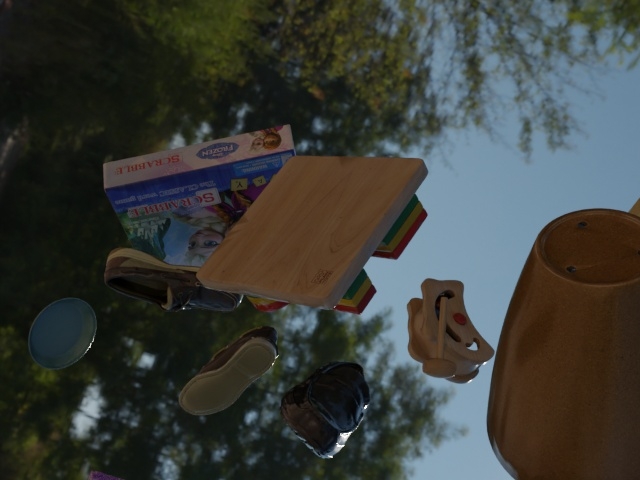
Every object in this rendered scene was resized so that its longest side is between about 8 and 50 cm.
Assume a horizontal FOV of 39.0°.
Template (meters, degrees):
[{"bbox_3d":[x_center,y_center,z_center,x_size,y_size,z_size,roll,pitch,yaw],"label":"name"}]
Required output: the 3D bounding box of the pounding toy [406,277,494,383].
[{"bbox_3d":[0.269,0.170,1.767,0.269,0.154,0.155,-86,-160,-48],"label":"pounding toy"}]

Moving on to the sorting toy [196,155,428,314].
[{"bbox_3d":[0.000,0.000,1.265,0.255,0.089,0.257,6,-130,43],"label":"sorting toy"}]

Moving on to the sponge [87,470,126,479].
[{"bbox_3d":[-0.321,0.488,1.588,0.031,0.210,0.117,-119,-129,-72],"label":"sponge"}]

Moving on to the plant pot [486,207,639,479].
[{"bbox_3d":[0.282,0.104,0.917,0.237,0.237,0.254,-89,170,-51],"label":"plant pot"}]

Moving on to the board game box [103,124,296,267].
[{"bbox_3d":[-0.178,-0.042,1.591,0.318,0.318,0.066,76,2,-52],"label":"board game box"}]

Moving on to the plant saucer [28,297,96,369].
[{"bbox_3d":[-0.408,0.143,1.418,0.021,0.119,0.119,22,-88,40],"label":"plant saucer"}]

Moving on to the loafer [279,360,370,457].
[{"bbox_3d":[0.011,0.163,0.928,0.078,0.076,0.223,-44,177,4],"label":"loafer"}]

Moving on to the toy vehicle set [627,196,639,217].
[{"bbox_3d":[0.530,0.057,1.639,0.267,0.035,0.166,-47,144,-19],"label":"toy vehicle set"}]

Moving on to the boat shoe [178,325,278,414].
[{"bbox_3d":[-0.159,0.231,1.602,0.227,0.081,0.069,-37,-163,25],"label":"boat shoe"}]

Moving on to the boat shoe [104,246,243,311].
[{"bbox_3d":[-0.235,0.079,1.436,0.073,0.223,0.080,-83,-164,-47],"label":"boat shoe"}]
